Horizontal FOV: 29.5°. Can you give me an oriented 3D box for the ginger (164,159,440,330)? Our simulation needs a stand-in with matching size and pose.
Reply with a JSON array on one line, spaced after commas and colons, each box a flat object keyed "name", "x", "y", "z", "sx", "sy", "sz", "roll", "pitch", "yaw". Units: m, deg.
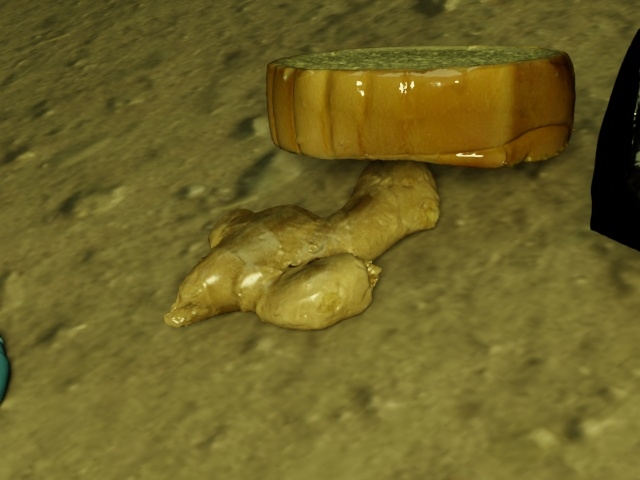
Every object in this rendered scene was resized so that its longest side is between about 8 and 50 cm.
[{"name": "ginger", "x": -0.003, "y": -0.005, "z": 0.842, "sx": 0.133, "sy": 0.059, "sz": 0.214, "roll": 11, "pitch": 41, "yaw": 32}]

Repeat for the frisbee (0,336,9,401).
[{"name": "frisbee", "x": -0.332, "y": 0.114, "z": 0.825, "sx": 0.242, "sy": 0.045, "sz": 0.242, "roll": -13, "pitch": 29, "yaw": 8}]

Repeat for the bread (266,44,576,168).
[{"name": "bread", "x": 0.074, "y": -0.102, "z": 0.886, "sx": 0.236, "sy": 0.070, "sz": 0.236, "roll": -1, "pitch": 13, "yaw": 0}]

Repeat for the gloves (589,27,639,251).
[{"name": "gloves", "x": 0.306, "y": -0.050, "z": 0.677, "sx": 0.301, "sy": 0.152, "sz": 0.197, "roll": 2, "pitch": 55, "yaw": 17}]
